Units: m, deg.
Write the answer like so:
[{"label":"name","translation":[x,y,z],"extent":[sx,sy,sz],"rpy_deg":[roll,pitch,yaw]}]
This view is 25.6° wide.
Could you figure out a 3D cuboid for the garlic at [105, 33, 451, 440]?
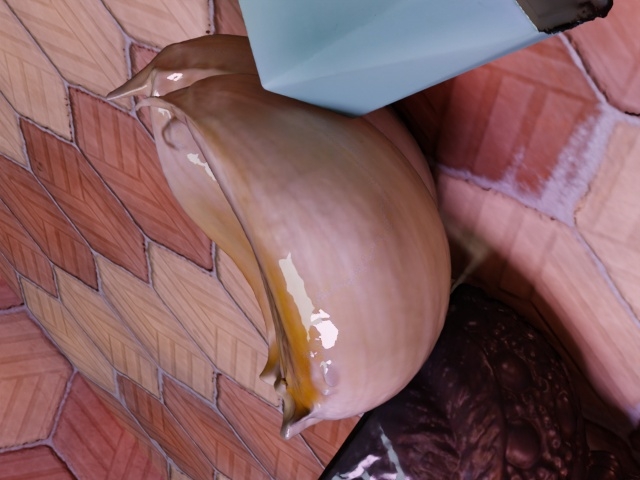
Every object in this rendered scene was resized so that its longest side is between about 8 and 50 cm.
[{"label":"garlic","translation":[-0.016,-0.017,1.071],"extent":[0.249,0.286,0.313],"rpy_deg":[-14,97,28]}]

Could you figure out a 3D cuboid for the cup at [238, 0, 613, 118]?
[{"label":"cup","translation":[0.065,-0.156,0.870],"extent":[0.235,0.134,0.148],"rpy_deg":[-1,109,58]}]

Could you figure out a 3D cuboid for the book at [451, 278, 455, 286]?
[{"label":"book","translation":[0.000,0.001,1.278],"extent":[0.241,0.018,0.170],"rpy_deg":[30,165,3]}]

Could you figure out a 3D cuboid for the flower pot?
[{"label":"flower pot","translation":[0.152,0.213,1.178],"extent":[0.267,0.266,0.266],"rpy_deg":[35,156,5]}]
